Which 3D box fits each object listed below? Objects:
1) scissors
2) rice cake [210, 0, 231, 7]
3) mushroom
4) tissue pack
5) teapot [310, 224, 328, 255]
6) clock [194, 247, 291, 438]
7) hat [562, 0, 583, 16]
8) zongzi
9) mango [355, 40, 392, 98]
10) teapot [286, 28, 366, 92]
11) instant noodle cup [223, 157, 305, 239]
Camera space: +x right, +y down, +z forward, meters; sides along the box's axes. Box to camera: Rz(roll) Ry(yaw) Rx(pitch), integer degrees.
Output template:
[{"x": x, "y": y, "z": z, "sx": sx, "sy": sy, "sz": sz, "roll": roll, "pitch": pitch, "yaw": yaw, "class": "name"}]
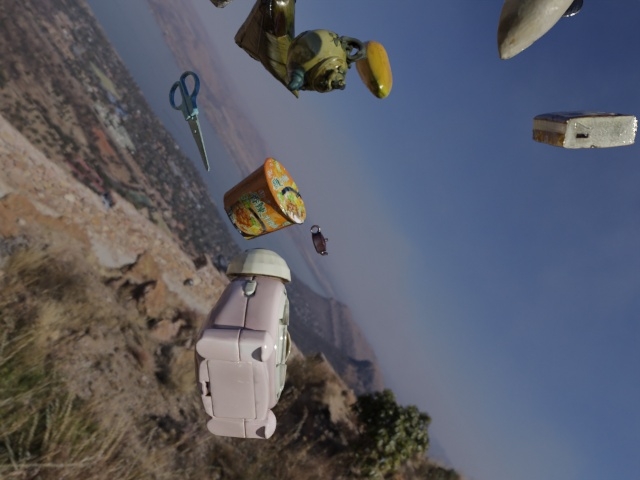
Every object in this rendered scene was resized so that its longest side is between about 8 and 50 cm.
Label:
[{"x": -0.527, "y": -0.487, "z": 2.249, "sx": 0.029, "sy": 0.193, "sz": 0.446, "roll": -1, "pitch": 67, "yaw": -52, "class": "scissors"}, {"x": -0.362, "y": -0.802, "z": 1.550, "sx": 0.106, "sy": 0.050, "sz": 0.298, "roll": -6, "pitch": -38, "yaw": 48, "class": "rice cake"}, {"x": 0.477, "y": -0.532, "z": 1.108, "sx": 0.128, "sy": 0.350, "sz": 0.128, "roll": 32, "pitch": 24, "yaw": -16, "class": "mushroom"}, {"x": 0.684, "y": -0.295, "z": 1.418, "sx": 0.226, "sy": 0.183, "sz": 0.091, "roll": -87, "pitch": 176, "yaw": -77, "class": "tissue pack"}, {"x": 0.000, "y": 0.000, "z": 1.617, "sx": 0.068, "sy": 0.045, "sz": 0.100, "roll": -98, "pitch": 171, "yaw": -79, "class": "teapot"}, {"x": -0.154, "y": 0.219, "z": 1.200, "sx": 0.325, "sy": 0.184, "sz": 0.342, "roll": -75, "pitch": 174, "yaw": -57, "class": "clock"}, {"x": 0.756, "y": -0.778, "z": 1.784, "sx": 0.193, "sy": 0.193, "sz": 0.082, "roll": 61, "pitch": -15, "yaw": 22, "class": "hat"}, {"x": -0.113, "y": -0.624, "z": 1.718, "sx": 0.300, "sy": 0.138, "sz": 0.286, "roll": 53, "pitch": -29, "yaw": -8, "class": "zongzi"}, {"x": 0.191, "y": -0.602, "z": 1.910, "sx": 0.316, "sy": 0.119, "sz": 0.176, "roll": -97, "pitch": 163, "yaw": -44, "class": "mango"}, {"x": 0.016, "y": -0.480, "z": 1.481, "sx": 0.182, "sy": 0.270, "sz": 0.173, "roll": 55, "pitch": -19, "yaw": 27, "class": "teapot"}, {"x": -0.181, "y": -0.117, "z": 1.688, "sx": 0.230, "sy": 0.182, "sz": 0.230, "roll": 54, "pitch": 19, "yaw": -29, "class": "instant noodle cup"}]
